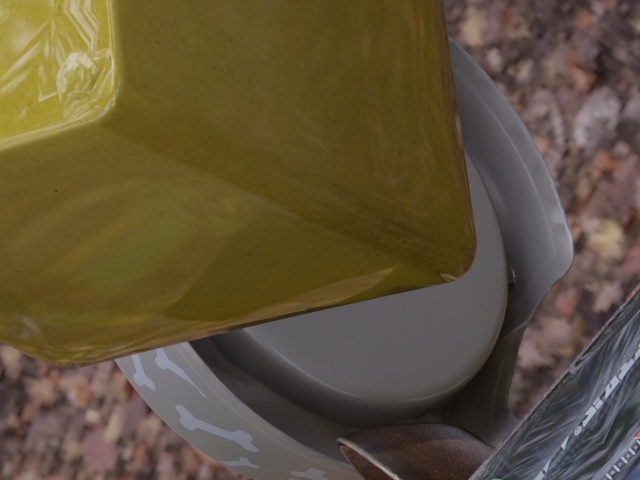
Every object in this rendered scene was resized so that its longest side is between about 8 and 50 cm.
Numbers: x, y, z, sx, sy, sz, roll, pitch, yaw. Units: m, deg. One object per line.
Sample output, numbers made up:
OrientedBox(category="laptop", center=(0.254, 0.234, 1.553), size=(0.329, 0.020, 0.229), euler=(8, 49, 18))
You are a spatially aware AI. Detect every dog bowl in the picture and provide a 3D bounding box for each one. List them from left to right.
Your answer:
OrientedBox(category="dog bowl", center=(0.000, 0.000, 1.220), size=(0.102, 0.349, 0.349), euler=(-35, 47, 46))

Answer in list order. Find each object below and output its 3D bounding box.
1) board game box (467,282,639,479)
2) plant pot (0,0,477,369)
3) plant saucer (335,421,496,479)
OrientedBox(category="board game box", center=(0.085, 0.032, 0.409), size=(0.048, 0.170, 0.141), euler=(42, 122, 12))
OrientedBox(category="plant pot", center=(-0.087, -0.080, 0.746), size=(0.212, 0.187, 0.212), euler=(-14, 74, 29))
OrientedBox(category="plant saucer", center=(0.136, 0.189, 0.954), size=(0.050, 0.310, 0.310), euler=(-46, 39, -7))
